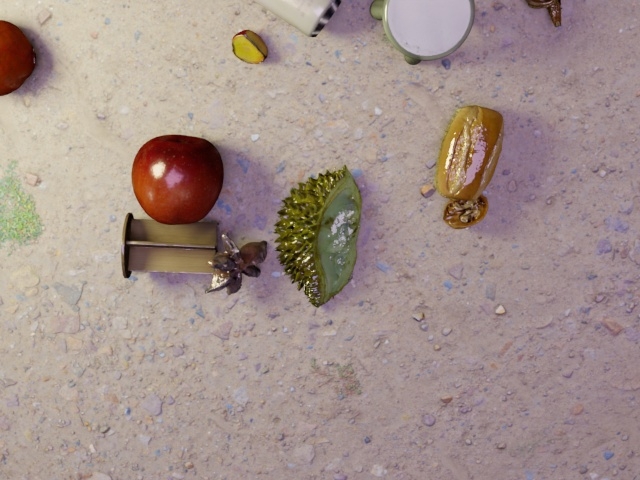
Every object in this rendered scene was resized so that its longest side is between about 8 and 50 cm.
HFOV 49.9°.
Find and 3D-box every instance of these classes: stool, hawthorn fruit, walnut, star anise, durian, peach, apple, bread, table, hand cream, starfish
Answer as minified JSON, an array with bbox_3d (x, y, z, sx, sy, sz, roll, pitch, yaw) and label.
[{"bbox_3d":[0.226,-0.506,1.534,0.195,0.198,0.195,-38,105,10],"label":"stool"},{"bbox_3d":[-0.762,-0.420,1.565,0.185,0.202,0.185,2,105,8],"label":"hawthorn fruit"},{"bbox_3d":[0.369,-0.069,1.745,0.121,0.052,0.091,-24,64,4],"label":"walnut"},{"bbox_3d":[-0.213,0.071,1.736,0.063,0.208,0.171,33,99,28],"label":"star anise"},{"bbox_3d":[-0.007,-0.003,1.769,0.198,0.163,0.394,-17,118,-35],"label":"durian"},{"bbox_3d":[-0.164,-0.460,1.625,0.083,0.050,0.077,13,132,6],"label":"peach"},{"bbox_3d":[-0.340,-0.150,1.643,0.218,0.218,0.201,3,117,-1],"label":"apple"},{"bbox_3d":[0.359,-0.208,1.667,0.140,0.106,0.236,13,102,0],"label":"bread"},{"bbox_3d":[-0.373,0.016,1.734,0.227,0.167,0.167,2,108,-6],"label":"table"},{"bbox_3d":[-0.119,-0.608,1.552,0.359,0.118,0.185,36,104,-4],"label":"hand cream"},{"bbox_3d":[0.536,-0.588,1.566,0.146,0.074,0.189,-19,107,8],"label":"starfish"}]
